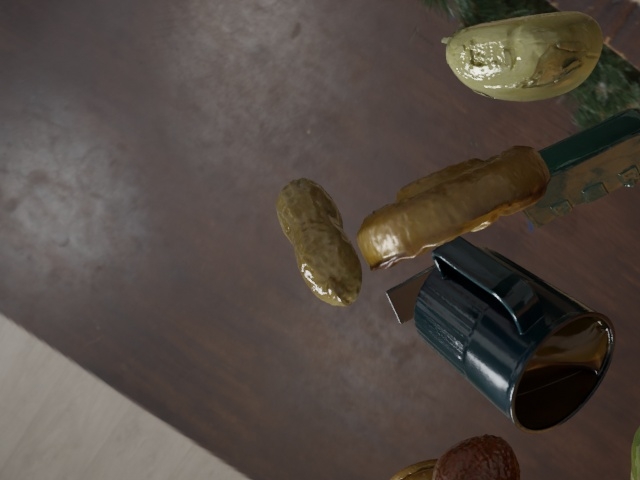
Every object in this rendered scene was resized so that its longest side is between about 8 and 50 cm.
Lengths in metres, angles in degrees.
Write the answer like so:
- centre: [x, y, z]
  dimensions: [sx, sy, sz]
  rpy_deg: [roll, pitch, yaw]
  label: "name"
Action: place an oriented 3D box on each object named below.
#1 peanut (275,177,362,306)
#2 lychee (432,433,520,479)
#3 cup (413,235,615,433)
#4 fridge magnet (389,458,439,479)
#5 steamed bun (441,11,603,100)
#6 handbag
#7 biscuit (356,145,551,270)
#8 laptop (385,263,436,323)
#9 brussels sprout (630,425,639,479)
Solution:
- centre: [0.000, 0.000, 1.284]
  dimensions: [0.117, 0.263, 0.101]
  rpy_deg: [29, 116, -39]
  label: "peanut"
- centre: [0.178, 0.294, 0.919]
  dimensions: [0.140, 0.114, 0.101]
  rpy_deg: [-51, 141, -11]
  label: "lychee"
- centre: [0.319, 0.159, 1.425]
  dimensions: [0.307, 0.292, 0.242]
  rpy_deg: [19, 104, -38]
  label: "cup"
- centre: [0.184, 0.423, 1.355]
  dimensions: [0.143, 0.063, 0.143]
  rpy_deg: [-6, 137, -6]
  label: "fridge magnet"
- centre: [0.385, -0.348, 1.532]
  dimensions: [0.273, 0.232, 0.166]
  rpy_deg: [7, 112, 46]
  label: "steamed bun"
- centre: [0.599, -0.157, 1.795]
  dimensions: [0.326, 0.238, 0.089]
  rpy_deg: [-27, 58, 19]
  label: "handbag"
- centre: [0.186, -0.055, 1.144]
  dimensions: [0.296, 0.296, 0.102]
  rpy_deg: [-27, 91, 15]
  label: "biscuit"
- centre: [0.245, 0.115, 1.823]
  dimensions: [0.180, 0.016, 0.129]
  rpy_deg: [-29, 132, -2]
  label: "laptop"
- centre: [0.809, 0.508, 1.668]
  dimensions: [0.268, 0.344, 0.344]
  rpy_deg: [-12, 106, -1]
  label: "brussels sprout"
